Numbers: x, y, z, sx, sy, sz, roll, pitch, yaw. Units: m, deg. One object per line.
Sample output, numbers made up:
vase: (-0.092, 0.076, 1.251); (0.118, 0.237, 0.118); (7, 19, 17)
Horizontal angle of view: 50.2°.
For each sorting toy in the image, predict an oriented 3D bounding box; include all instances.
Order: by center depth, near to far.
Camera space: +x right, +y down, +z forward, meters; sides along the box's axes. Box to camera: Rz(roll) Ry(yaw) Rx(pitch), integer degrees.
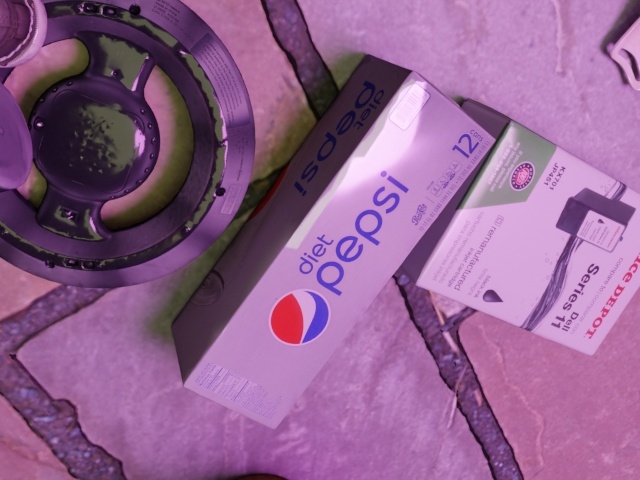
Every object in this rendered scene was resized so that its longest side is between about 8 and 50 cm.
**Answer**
sorting toy: (0.291, -0.171, 0.591); (0.075, 0.045, 0.083); (-41, 117, 11)

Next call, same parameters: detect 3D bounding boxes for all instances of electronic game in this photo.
electronic game: (-0.162, -0.073, 0.491); (0.229, 0.048, 0.229); (-2, 109, -7)

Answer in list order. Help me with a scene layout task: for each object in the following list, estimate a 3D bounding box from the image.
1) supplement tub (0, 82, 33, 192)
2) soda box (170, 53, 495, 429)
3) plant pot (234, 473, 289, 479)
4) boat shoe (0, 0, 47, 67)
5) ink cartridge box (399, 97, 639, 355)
supplement tub: (-0.281, -0.044, 0.411); (0.198, 0.106, 0.106); (-12, 115, 7)
soda box: (0.000, 0.000, 0.541); (0.091, 0.098, 0.286); (32, 100, -26)
plant pot: (-0.033, 0.328, 0.578); (0.237, 0.254, 0.237); (-5, 112, -13)
boat shoe: (-0.283, -0.152, 0.393); (0.228, 0.068, 0.081); (10, 101, -7)
ink cartridge box: (0.184, -0.006, 0.599); (0.208, 0.087, 0.153); (22, 104, -24)
